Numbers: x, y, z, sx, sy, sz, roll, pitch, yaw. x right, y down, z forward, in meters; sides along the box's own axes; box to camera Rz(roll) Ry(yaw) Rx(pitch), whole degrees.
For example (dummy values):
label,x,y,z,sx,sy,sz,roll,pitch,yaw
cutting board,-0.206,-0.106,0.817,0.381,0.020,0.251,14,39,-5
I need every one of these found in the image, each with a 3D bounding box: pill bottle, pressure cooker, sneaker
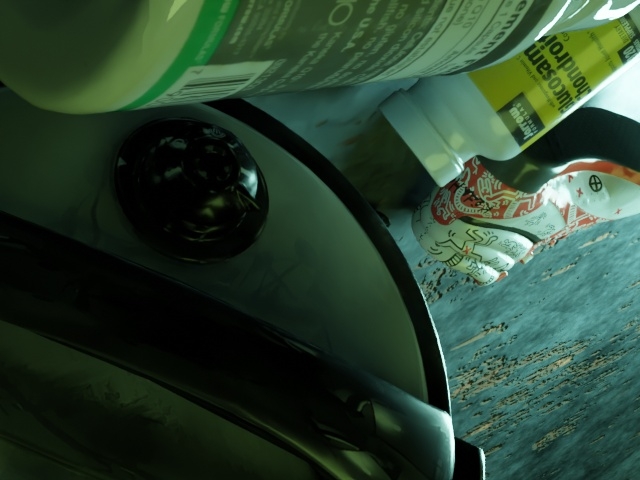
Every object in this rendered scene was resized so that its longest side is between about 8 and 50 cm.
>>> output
label,x,y,z,sx,sy,sz,roll,pitch,yaw
pill bottle,0.135,-0.122,1.228,0.184,0.103,0.103,-38,155,4
pressure cooker,-0.141,0.109,0.895,0.370,0.375,0.420,-18,166,-28
sneaker,0.191,-0.034,1.475,0.270,0.090,0.145,0,138,-47
pill bottle,0.009,-0.177,0.851,0.361,0.204,0.204,-11,146,-42

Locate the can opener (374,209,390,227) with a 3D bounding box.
label,x,y,z,sx,sy,sz,roll,pitch,yaw
can opener,0.000,0.000,1.330,0.059,0.073,0.186,-52,161,15
